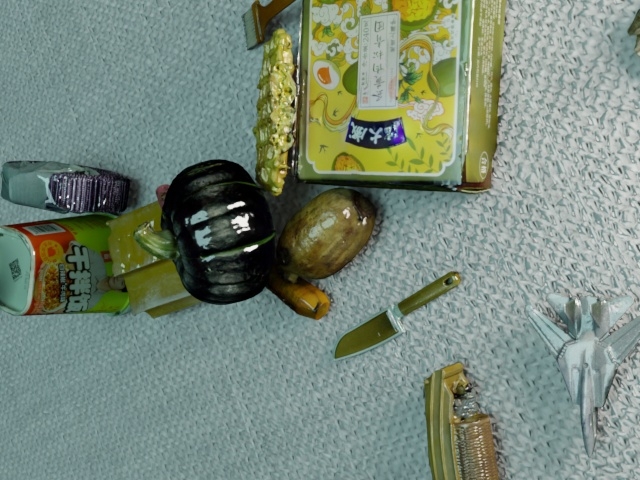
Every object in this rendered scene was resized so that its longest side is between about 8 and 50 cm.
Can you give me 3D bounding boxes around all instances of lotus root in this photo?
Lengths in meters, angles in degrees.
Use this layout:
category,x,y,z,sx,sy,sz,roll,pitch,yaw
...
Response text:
category,x,y,z,sx,sy,sz,roll,pitch,yaw
lotus root,0.000,0.000,1.603,0.260,0.145,0.128,-42,25,29

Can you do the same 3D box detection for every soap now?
category,x,y,z,sx,sy,sz,roll,pitch,yaw
soap,-0.343,0.032,1.867,0.281,0.143,0.259,-20,80,31

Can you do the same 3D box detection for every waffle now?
category,x,y,z,sx,sy,sz,roll,pitch,yaw
waffle,-0.092,-0.256,1.602,0.307,0.060,0.312,-106,21,-53

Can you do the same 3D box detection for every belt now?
category,x,y,z,sx,sy,sz,roll,pitch,yaw
belt,-0.641,-0.137,1.996,0.324,0.260,0.122,13,101,25

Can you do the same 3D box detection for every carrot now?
category,x,y,z,sx,sy,sz,roll,pitch,yaw
carrot,-0.085,0.082,1.716,0.260,0.070,0.070,37,113,32

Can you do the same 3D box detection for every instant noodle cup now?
category,x,y,z,sx,sy,sz,roll,pitch,yaw
instant noodle cup,-0.638,0.062,1.976,0.294,0.308,0.294,2,93,37

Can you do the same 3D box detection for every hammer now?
category,x,y,z,sx,sy,sz,roll,pitch,yaw
hammer,-0.333,-0.084,1.764,0.043,0.043,0.083,-41,60,31

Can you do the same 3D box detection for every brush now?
category,x,y,z,sx,sy,sz,roll,pitch,yaw
brush,-0.097,-0.474,1.647,0.314,0.017,0.090,-11,87,64

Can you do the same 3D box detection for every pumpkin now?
category,x,y,z,sx,sy,sz,roll,pitch,yaw
pumpkin,-0.228,-0.002,1.601,0.295,0.296,0.296,2,93,37

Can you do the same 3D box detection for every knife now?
category,x,y,z,sx,sy,sz,roll,pitch,yaw
knife,0.140,0.159,1.575,0.343,0.027,0.061,-34,77,33

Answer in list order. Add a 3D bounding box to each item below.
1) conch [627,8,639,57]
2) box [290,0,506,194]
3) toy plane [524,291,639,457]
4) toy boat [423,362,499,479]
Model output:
category,x,y,z,sx,sy,sz,roll,pitch,yaw
conch,0.544,-0.318,1.188,0.207,0.130,0.155,-9,74,51
box,0.137,-0.304,1.485,0.373,0.138,0.420,6,96,36
toy plane,0.445,0.219,1.321,0.212,0.088,0.267,-1,100,38
toy boat,0.261,0.379,1.455,0.115,0.089,0.310,-6,89,46
